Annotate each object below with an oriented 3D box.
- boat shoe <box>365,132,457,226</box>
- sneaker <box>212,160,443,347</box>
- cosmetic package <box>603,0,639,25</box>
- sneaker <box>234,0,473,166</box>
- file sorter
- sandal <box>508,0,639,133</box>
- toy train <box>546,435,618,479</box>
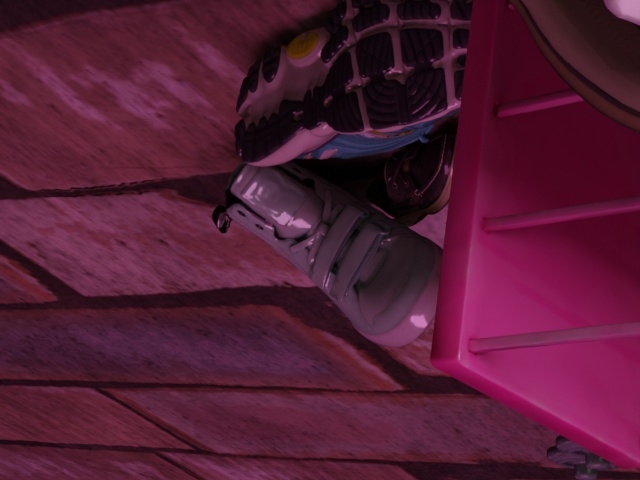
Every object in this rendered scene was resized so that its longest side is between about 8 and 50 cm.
[{"bbox_3d":[0.074,-0.048,1.230,0.049,0.056,0.152,16,158,-10],"label":"boat shoe"},{"bbox_3d":[0.000,0.000,1.246,0.151,0.094,0.256,31,-179,-26],"label":"sneaker"},{"bbox_3d":[0.358,-0.146,0.594,0.453,0.161,0.230,18,127,-6],"label":"cosmetic package"},{"bbox_3d":[0.046,-0.113,1.085,0.110,0.107,0.275,6,170,-33],"label":"sneaker"},{"bbox_3d":[0.206,-0.046,0.844,0.182,0.291,0.202,-10,152,39],"label":"file sorter"},{"bbox_3d":[0.113,-0.167,0.746,0.303,0.120,0.086,47,150,30],"label":"sandal"},{"bbox_3d":[0.310,0.140,1.400,0.190,0.142,0.334,4,163,4],"label":"toy train"}]
